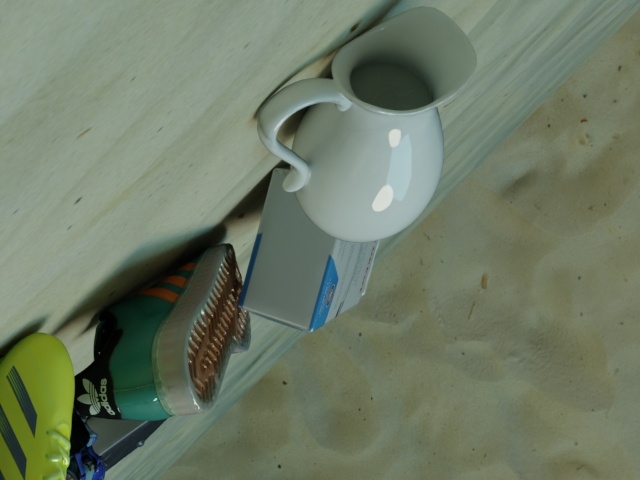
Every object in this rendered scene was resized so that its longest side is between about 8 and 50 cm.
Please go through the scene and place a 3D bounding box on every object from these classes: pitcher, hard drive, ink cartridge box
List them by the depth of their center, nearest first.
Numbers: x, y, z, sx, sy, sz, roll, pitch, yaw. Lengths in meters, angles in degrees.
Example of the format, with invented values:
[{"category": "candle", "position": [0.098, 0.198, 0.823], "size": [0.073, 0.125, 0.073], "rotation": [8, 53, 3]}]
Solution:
[{"category": "pitcher", "position": [0.021, -0.078, 1.217], "size": [0.178, 0.125, 0.207], "rotation": [-17, 154, -20]}, {"category": "ink cartridge box", "position": [0.000, 0.000, 1.461], "size": [0.191, 0.082, 0.139], "rotation": [-23, 129, -75]}, {"category": "hard drive", "position": [-0.273, 0.256, 1.922], "size": [0.172, 0.054, 0.255], "rotation": [-45, 173, 32]}]

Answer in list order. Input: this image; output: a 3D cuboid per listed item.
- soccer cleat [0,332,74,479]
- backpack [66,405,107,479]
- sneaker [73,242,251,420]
[{"category": "soccer cleat", "position": [-0.223, 0.212, 1.135], "size": [0.093, 0.121, 0.289], "rotation": [39, 60, -52]}, {"category": "backpack", "position": [-0.261, 0.198, 1.313], "size": [0.158, 0.117, 0.173], "rotation": [-41, 177, 4]}, {"category": "sneaker", "position": [-0.141, 0.078, 1.366], "size": [0.121, 0.108, 0.302], "rotation": [-9, -167, 11]}]
